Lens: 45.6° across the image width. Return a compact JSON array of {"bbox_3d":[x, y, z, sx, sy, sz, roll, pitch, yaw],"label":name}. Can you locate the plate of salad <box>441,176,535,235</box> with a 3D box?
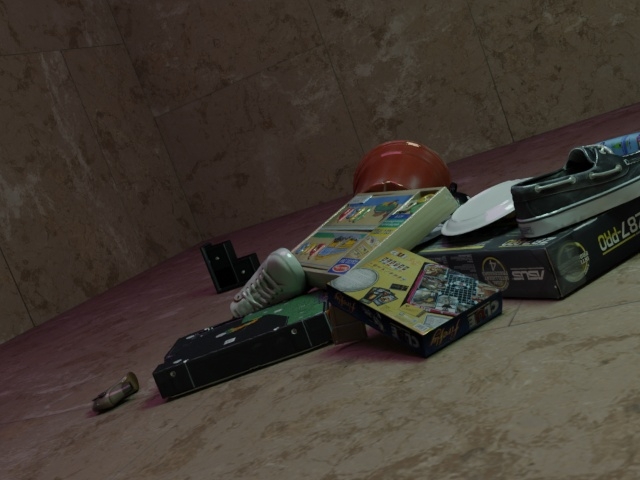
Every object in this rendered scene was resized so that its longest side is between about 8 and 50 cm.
[{"bbox_3d":[0.310,-0.054,1.368,0.200,0.048,0.200,-30,11,7],"label":"plate of salad"}]

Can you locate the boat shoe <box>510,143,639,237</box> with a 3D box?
[{"bbox_3d":[0.438,-0.106,1.220,0.301,0.102,0.108,-23,10,-11],"label":"boat shoe"}]

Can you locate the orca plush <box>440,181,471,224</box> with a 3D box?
[{"bbox_3d":[0.328,-0.083,1.758,0.151,0.102,0.287,-1,-7,28],"label":"orca plush"}]

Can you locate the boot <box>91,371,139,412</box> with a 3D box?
[{"bbox_3d":[-0.411,0.303,1.515,0.087,0.042,0.118,-29,2,-5],"label":"boot"}]

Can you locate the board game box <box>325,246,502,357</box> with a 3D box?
[{"bbox_3d":[0.146,0.091,1.223,0.165,0.042,0.243,-25,29,-27],"label":"board game box"}]

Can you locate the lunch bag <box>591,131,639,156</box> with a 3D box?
[{"bbox_3d":[0.738,-0.169,1.536,0.293,0.138,0.221,-13,3,-16],"label":"lunch bag"}]

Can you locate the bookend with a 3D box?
[{"bbox_3d":[-0.266,0.064,2.347,0.157,0.156,0.072,-18,8,16],"label":"bookend"}]

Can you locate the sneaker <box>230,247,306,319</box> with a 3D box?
[{"bbox_3d":[-0.119,0.122,1.617,0.123,0.106,0.290,-36,-12,-32],"label":"sneaker"}]

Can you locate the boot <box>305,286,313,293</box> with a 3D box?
[{"bbox_3d":[0.042,0.081,1.746,0.264,0.096,0.280,-40,33,-25],"label":"boot"}]

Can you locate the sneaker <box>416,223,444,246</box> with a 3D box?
[{"bbox_3d":[0.268,0.006,1.687,0.091,0.094,0.258,-4,2,-32],"label":"sneaker"}]

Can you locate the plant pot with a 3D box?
[{"bbox_3d":[0.192,-0.092,1.940,0.272,0.272,0.265,-18,16,20],"label":"plant pot"}]

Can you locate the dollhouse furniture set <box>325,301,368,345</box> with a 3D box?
[{"bbox_3d":[0.084,0.126,1.326,0.152,0.076,0.058,-12,8,-6],"label":"dollhouse furniture set"}]

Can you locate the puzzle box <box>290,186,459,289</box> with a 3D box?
[{"bbox_3d":[0.077,-0.004,1.580,0.272,0.052,0.409,-41,15,-16],"label":"puzzle box"}]

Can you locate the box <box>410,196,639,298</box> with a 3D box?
[{"bbox_3d":[0.378,-0.002,1.364,0.318,0.097,0.395,-23,8,-28],"label":"box"}]

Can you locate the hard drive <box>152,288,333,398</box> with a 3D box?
[{"bbox_3d":[-0.134,0.192,1.469,0.339,0.064,0.237,-21,8,4],"label":"hard drive"}]
